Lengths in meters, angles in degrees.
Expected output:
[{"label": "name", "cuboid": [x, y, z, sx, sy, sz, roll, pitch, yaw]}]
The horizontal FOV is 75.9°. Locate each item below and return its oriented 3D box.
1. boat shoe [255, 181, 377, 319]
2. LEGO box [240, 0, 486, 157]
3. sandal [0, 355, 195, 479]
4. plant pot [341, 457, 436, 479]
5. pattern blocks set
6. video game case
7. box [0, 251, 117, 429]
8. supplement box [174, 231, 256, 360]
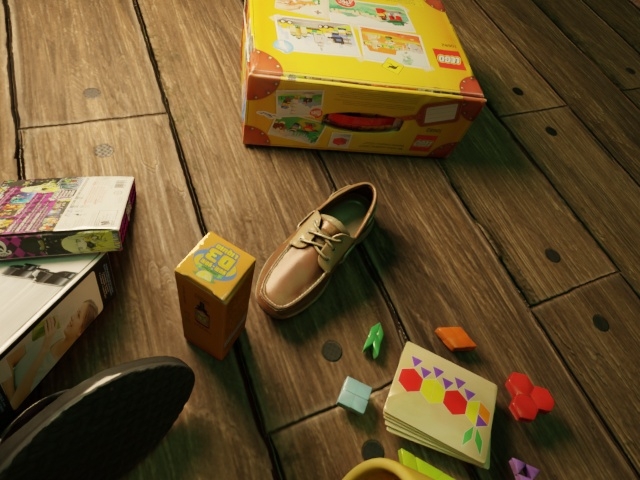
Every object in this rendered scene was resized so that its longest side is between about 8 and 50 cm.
[{"label": "boat shoe", "cuboid": [0.000, 0.000, 0.744, 0.123, 0.116, 0.324, 34, 57, 8]}, {"label": "LEGO box", "cuboid": [0.072, -0.407, 0.964, 0.500, 0.193, 0.373, 1, 59, -13]}, {"label": "sandal", "cuboid": [-0.358, 0.273, 0.473, 0.445, 0.168, 0.107, -37, 50, -29]}, {"label": "plant pot", "cuboid": [0.135, 0.419, 0.461, 0.239, 0.254, 0.254, 29, 56, -13]}, {"label": "pattern blocks set", "cuboid": [0.202, 0.267, 0.672, 0.324, 0.026, 0.285, 32, 52, 13]}, {"label": "video game case", "cuboid": [-0.414, -0.045, 0.647, 0.210, 0.042, 0.232, -5, 28, -17]}, {"label": "box", "cuboid": [-0.412, 0.112, 0.507, 0.169, 0.087, 0.290, 8, 31, 4]}, {"label": "supplement box", "cuboid": [-0.148, 0.090, 0.583, 0.078, 0.233, 0.080, 31, 57, 5]}]
